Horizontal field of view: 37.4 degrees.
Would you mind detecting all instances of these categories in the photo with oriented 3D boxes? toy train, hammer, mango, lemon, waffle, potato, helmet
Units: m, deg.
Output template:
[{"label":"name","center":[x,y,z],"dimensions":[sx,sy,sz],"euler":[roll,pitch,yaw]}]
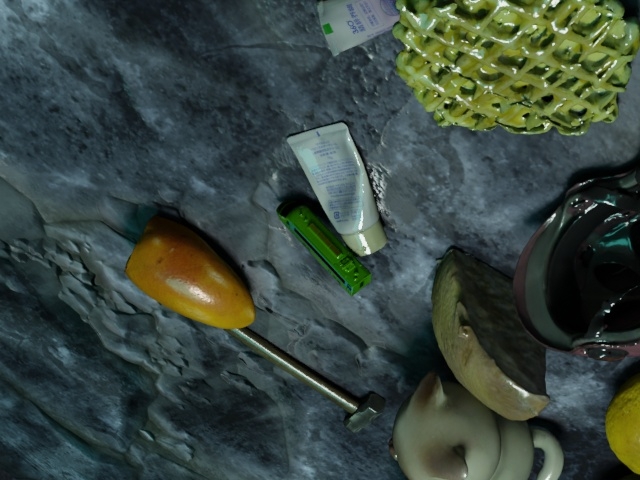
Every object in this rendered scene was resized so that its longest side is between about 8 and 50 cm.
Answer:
[{"label":"toy train","center":[0.000,0.000,1.572],"dimensions":[0.209,0.044,0.042],"euler":[46,160,20]},{"label":"hammer","center":[-0.041,0.272,1.944],"dimensions":[0.365,0.043,0.111],"euler":[34,138,-8]},{"label":"mango","center":[-0.233,0.080,1.765],"dimensions":[0.257,0.138,0.187],"euler":[30,150,2]},{"label":"lemon","center":[0.575,0.304,1.593],"dimensions":[0.170,0.170,0.207],"euler":[30,132,-6]},{"label":"waffle","center":[0.249,-0.237,1.226],"dimensions":[0.317,0.073,0.297],"euler":[-3,143,17]},{"label":"potato","center":[0.250,0.185,1.560],"dimensions":[0.211,0.264,0.189],"euler":[26,129,-10]},{"label":"helmet","center":[0.454,0.043,1.329],"dimensions":[0.197,0.270,0.338],"euler":[18,147,-25]}]

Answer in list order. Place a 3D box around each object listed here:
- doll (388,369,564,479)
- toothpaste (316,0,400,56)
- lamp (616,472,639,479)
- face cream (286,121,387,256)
[{"label":"doll","center":[0.259,0.370,1.713],"dimensions":[0.226,0.214,0.370],"euler":[-24,151,31]},{"label":"toothpaste","center":[0.122,-0.324,1.249],"dimensions":[0.301,0.048,0.075],"euler":[-12,133,36]},{"label":"lamp","center":[0.623,0.571,1.755],"dimensions":[0.250,0.284,0.250],"euler":[14,132,16]},{"label":"face cream","center":[0.038,-0.085,1.536],"dimensions":[0.114,0.070,0.224],"euler":[-11,115,33]}]
